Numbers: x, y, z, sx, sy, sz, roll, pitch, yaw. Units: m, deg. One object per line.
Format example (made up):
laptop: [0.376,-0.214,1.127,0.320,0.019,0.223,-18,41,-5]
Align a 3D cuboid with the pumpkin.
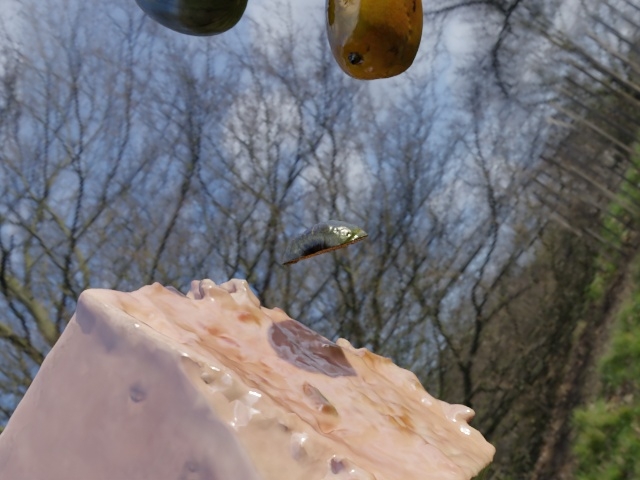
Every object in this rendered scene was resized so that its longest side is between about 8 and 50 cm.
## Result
pumpkin: [0.000,-0.001,0.764,0.083,0.028,0.050,-23,-4,17]

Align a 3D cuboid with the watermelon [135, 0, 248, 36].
watermelon: [-0.101,-0.193,0.649,0.078,0.111,0.078,-26,-50,-35]

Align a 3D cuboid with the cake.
cake: [-0.062,0.202,0.667,0.293,0.314,0.307,-62,-23,9]

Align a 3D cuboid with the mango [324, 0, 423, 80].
mango: [0.036,-0.171,0.627,0.080,0.060,0.114,26,-114,-51]
